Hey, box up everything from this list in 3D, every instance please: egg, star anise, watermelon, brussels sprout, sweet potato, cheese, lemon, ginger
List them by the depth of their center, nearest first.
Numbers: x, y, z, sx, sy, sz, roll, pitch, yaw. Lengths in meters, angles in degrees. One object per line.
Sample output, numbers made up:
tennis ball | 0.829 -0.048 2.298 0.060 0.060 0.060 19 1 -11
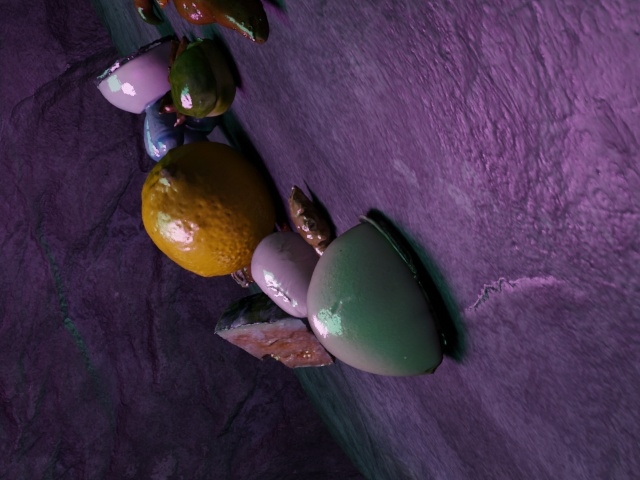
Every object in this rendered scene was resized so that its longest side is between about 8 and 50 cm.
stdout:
sweet potato | -0.176 -0.381 1.334 0.359 0.112 0.112 50 167 54
egg | 0.069 0.112 1.390 0.264 0.174 0.286 59 174 20
ginger | 0.003 0.002 1.706 0.214 0.059 0.133 56 174 24
brussels sprout | -0.239 -0.314 1.752 0.145 0.131 0.183 64 165 1
cheese | -0.059 0.068 1.915 0.189 0.154 0.198 41 170 -12
star anise | -0.303 -0.362 1.991 0.212 0.111 0.196 -35 -64 -71
lemon | -0.262 -0.073 2.090 0.336 0.336 0.336 56 169 16
sweet potato | -0.450 -0.609 2.138 0.202 0.055 0.058 63 -154 -30
watermelon | -0.117 0.224 2.371 0.302 0.264 0.151 49 -143 -49

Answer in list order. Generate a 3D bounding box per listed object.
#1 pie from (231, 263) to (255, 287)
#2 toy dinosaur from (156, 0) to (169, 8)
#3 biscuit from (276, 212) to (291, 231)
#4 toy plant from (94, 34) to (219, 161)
pie | -0.227 -0.007 2.382 0.257 0.105 0.274 -167 59 -77
toy dinosaur | -0.358 -0.540 1.964 0.041 0.026 0.113 45 165 -15
biscuit | -0.086 -0.031 2.160 0.091 0.015 0.078 56 168 13
toy plant | -0.377 -0.316 2.201 0.332 0.247 0.247 57 170 -9
